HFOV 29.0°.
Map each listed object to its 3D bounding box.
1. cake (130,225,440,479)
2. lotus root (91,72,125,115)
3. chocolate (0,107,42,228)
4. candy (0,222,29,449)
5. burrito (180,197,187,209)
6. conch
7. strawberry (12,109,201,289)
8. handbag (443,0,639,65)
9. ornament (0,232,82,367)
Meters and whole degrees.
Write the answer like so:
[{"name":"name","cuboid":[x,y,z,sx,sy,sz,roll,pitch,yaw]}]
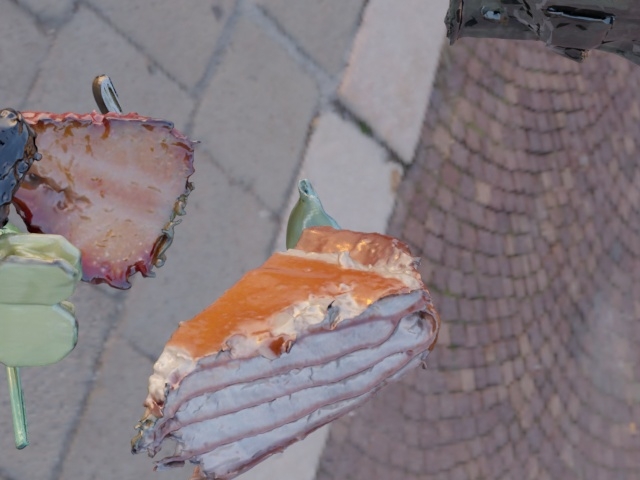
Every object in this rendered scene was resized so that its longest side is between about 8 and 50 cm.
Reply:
[{"name":"cake","cuboid":[-0.019,0.081,0.883,0.287,0.135,0.098,-39,138,-41]},{"name":"lotus root","cuboid":[-0.331,-0.215,1.905,0.030,0.037,0.083,-38,120,-33]},{"name":"chocolate","cuboid":[-0.361,-0.085,1.314,0.133,0.156,0.156,-47,120,-15]},{"name":"candy","cuboid":[-0.385,0.111,1.521,0.093,0.092,0.335,22,37,-40]},{"name":"burrito","cuboid":[-0.332,-0.051,2.096,0.089,0.229,0.144,55,14,-36]},{"name":"conch","cuboid":[-0.007,0.002,1.549,0.065,0.088,0.180,-26,139,-22]},{"name":"strawberry","cuboid":[-0.322,-0.068,1.713,0.280,0.150,0.253,0,113,-17]},{"name":"handbag","cuboid":[0.230,-0.144,0.629,0.325,0.327,0.162,34,75,4]},{"name":"ornament","cuboid":[-0.358,0.065,1.379,0.180,0.201,0.059,2,51,-12]}]
